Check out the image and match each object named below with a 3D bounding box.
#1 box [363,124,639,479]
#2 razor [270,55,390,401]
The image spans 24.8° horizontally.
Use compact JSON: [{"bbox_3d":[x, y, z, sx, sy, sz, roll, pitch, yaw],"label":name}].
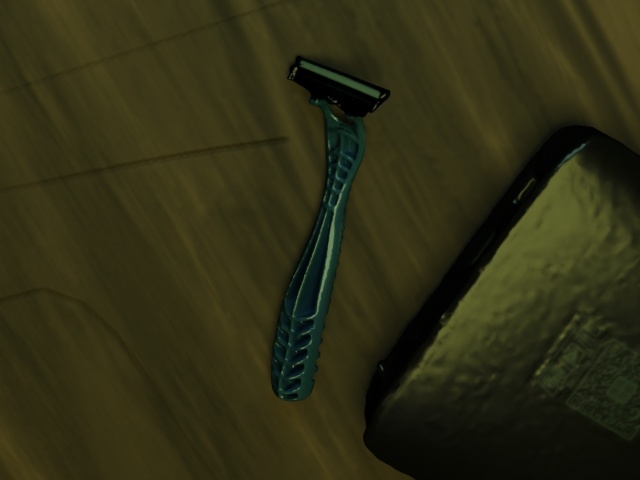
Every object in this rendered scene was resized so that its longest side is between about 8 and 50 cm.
[{"bbox_3d":[0.211,0.093,1.075,0.289,0.073,0.290,30,104,-14],"label":"box"},{"bbox_3d":[0.000,0.000,1.042,0.082,0.042,0.253,23,113,32],"label":"razor"}]
